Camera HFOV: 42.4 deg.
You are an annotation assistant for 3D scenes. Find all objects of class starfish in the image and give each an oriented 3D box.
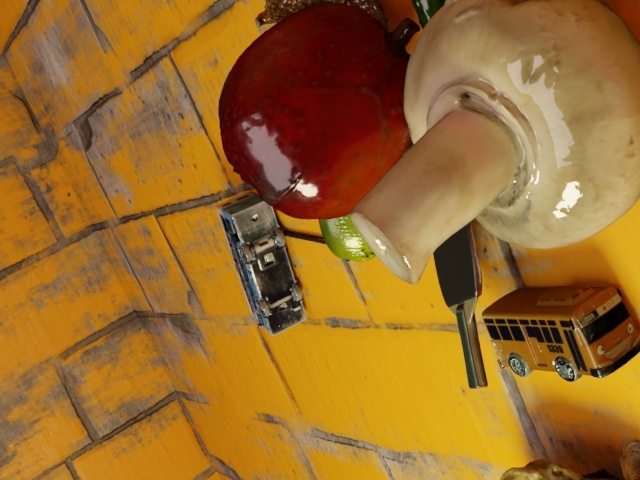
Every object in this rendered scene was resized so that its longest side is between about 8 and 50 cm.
[{"bbox_3d":[-0.032,-0.359,1.248,0.312,0.113,0.303,7,123,53],"label":"starfish"}]

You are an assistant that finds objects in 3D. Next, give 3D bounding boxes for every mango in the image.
[{"bbox_3d":[0.055,-0.048,1.411,0.119,0.100,0.178,0,113,18],"label":"mango"}]

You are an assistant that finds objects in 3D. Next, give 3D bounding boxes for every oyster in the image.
[{"bbox_3d":[0.469,0.328,1.176,0.081,0.038,0.083,5,94,28],"label":"oyster"}]

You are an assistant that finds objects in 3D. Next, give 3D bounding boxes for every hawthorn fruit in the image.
[{"bbox_3d":[0.009,-0.184,1.103,0.307,0.265,0.265,-48,68,16],"label":"hawthorn fruit"}]

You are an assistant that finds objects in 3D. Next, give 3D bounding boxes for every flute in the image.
[{"bbox_3d":[0.000,0.000,1.629,0.269,0.014,0.014,12,126,54],"label":"flute"}]

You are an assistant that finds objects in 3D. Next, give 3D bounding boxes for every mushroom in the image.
[{"bbox_3d":[0.217,-0.109,0.937,0.315,0.315,0.356,32,107,41],"label":"mushroom"}]

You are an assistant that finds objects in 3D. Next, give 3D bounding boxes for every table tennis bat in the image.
[{"bbox_3d":[0.207,0.069,1.223,0.173,0.022,0.301,128,133,-75],"label":"table tennis bat"}]

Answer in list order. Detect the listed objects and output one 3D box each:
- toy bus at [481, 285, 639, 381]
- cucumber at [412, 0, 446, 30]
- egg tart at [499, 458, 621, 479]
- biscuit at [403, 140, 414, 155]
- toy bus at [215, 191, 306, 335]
[{"bbox_3d":[0.326,0.120,1.127,0.201,0.098,0.114,-8,107,63],"label":"toy bus"},{"bbox_3d":[0.130,-0.339,1.057,0.056,0.056,0.250,-2,117,59],"label":"cucumber"},{"bbox_3d":[0.421,0.462,1.230,0.352,0.150,0.352,44,153,29],"label":"egg tart"},{"bbox_3d":[0.031,-0.197,1.322,0.322,0.099,0.038,35,110,40],"label":"biscuit"},{"bbox_3d":[-0.127,0.049,1.782,0.131,0.106,0.297,31,141,57],"label":"toy bus"}]
